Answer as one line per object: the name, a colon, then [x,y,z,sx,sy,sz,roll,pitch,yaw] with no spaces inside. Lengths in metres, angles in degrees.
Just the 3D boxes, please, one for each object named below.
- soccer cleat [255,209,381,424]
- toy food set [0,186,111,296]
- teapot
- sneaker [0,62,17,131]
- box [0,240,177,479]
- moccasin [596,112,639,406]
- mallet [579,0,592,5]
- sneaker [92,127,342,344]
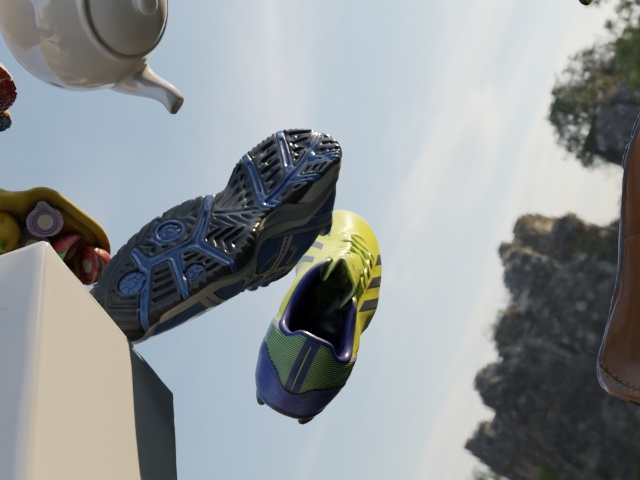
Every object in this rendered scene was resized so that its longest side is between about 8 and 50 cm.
soccer cleat: [0.016,0.045,0.945,0.289,0.093,0.121,-67,1,-54]
toy food set: [-0.321,0.025,1.208,0.128,0.218,0.071,-36,36,19]
teapot: [-0.296,-0.323,1.354,0.256,0.187,0.253,17,-98,-52]
sneaker: [-0.571,-0.251,1.694,0.088,0.093,0.225,-22,-7,-27]
box: [-0.194,0.204,0.487,0.168,0.214,0.345,62,-167,-46]
moccasin: [0.394,-0.007,1.074,0.139,0.147,0.380,21,-100,-37]
mallet: [0.398,-0.345,1.252,0.189,0.062,0.039,136,134,-60]
sneaker: [-0.058,0.010,0.677,0.211,0.080,0.081,-37,-40,-28]
